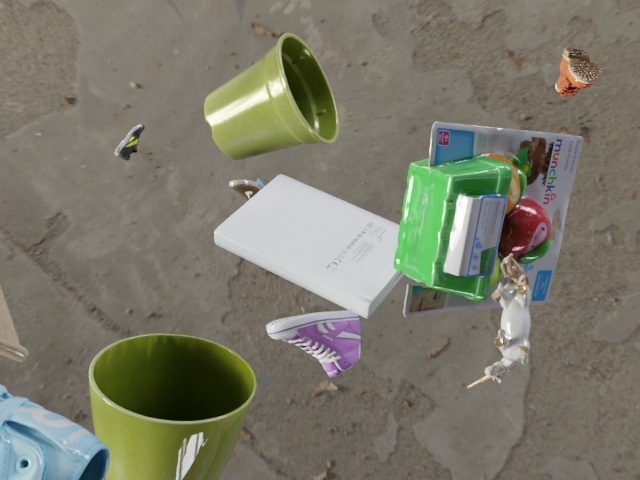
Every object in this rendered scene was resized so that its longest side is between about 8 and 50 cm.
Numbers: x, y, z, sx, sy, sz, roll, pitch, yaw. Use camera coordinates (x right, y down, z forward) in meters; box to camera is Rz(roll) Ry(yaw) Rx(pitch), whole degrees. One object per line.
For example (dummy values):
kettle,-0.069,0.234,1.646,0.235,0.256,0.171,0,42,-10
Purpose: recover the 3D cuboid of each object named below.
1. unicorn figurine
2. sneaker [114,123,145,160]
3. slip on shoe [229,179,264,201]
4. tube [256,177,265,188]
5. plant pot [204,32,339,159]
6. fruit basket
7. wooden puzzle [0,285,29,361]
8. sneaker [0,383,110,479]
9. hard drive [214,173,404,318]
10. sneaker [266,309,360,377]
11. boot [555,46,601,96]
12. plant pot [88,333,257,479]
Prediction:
unicorn figurine,0.216,0.103,0.830,0.060,0.111,0.161,18,86,20
sneaker,-0.369,-0.191,1.429,0.035,0.031,0.083,39,73,-11
slip on shoe,-0.156,-0.103,1.636,0.052,0.135,0.041,-7,75,25
tube,-0.156,-0.080,1.886,0.052,0.207,0.080,-23,120,24
plant pot,-0.129,-0.319,1.761,0.254,0.276,0.276,-20,101,24
fruit basket,0.309,-0.027,1.246,0.353,0.165,0.326,2,105,-26
wooden puzzle,-0.704,0.091,1.285,0.322,0.348,0.080,37,88,-41
sneaker,-0.229,0.151,0.520,0.150,0.135,0.365,-33,84,2
hard drive,0.000,0.000,1.445,0.353,0.233,0.047,25,137,22
sneaker,-0.002,0.254,1.755,0.282,0.102,0.161,1,79,-40
boot,0.476,-0.300,1.358,0.059,0.158,0.084,14,120,2
plant pot,-0.270,0.355,1.260,0.275,0.274,0.293,9,110,-8
